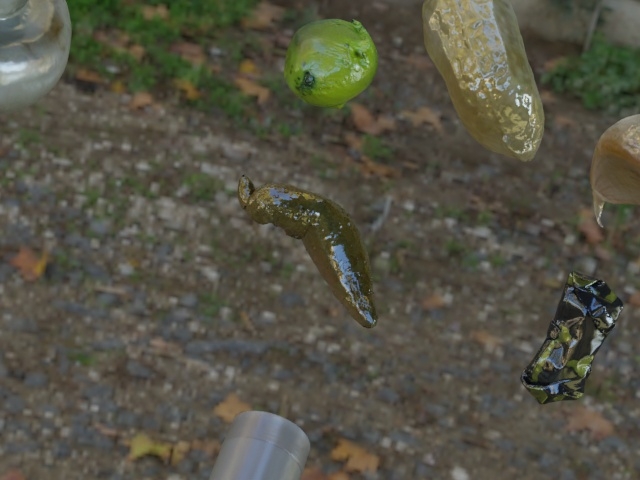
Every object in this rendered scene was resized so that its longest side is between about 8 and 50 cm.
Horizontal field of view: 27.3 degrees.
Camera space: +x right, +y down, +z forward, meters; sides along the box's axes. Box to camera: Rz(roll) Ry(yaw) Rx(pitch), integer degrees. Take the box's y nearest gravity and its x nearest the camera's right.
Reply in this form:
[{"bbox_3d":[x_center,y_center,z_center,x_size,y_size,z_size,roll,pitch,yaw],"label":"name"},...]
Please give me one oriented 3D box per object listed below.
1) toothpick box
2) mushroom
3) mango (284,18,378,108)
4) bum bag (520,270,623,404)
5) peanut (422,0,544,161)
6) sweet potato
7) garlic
[{"bbox_3d":[-0.089,0.317,1.666,0.111,0.111,0.181,16,51,8],"label":"toothpick box"},{"bbox_3d":[-0.365,-0.264,1.397,0.243,0.244,0.243,11,21,-4],"label":"mushroom"},{"bbox_3d":[0.016,-0.229,1.687,0.119,0.100,0.178,8,30,6],"label":"mango"},{"bbox_3d":[0.408,0.167,2.135,0.106,0.232,0.060,22,15,5],"label":"bum bag"},{"bbox_3d":[0.269,-0.289,2.185,0.158,0.174,0.340,-11,66,-10],"label":"peanut"},{"bbox_3d":[0.000,-0.003,2.043,0.310,0.098,0.124,47,54,0],"label":"sweet potato"},{"bbox_3d":[0.490,-0.108,1.992,0.145,0.164,0.245,3,-4,-20],"label":"garlic"}]
